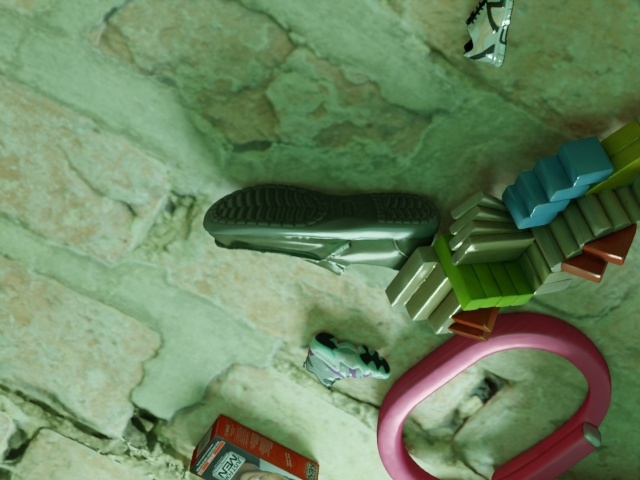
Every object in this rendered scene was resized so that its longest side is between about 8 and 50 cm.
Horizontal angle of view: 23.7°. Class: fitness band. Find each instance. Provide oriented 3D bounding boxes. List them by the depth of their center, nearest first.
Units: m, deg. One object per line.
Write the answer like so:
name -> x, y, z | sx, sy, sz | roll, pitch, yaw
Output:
fitness band -> 0.198, 0.202, 1.756 | 0.209, 0.054, 0.291 | 41, 117, -19

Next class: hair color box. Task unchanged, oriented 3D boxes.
hair color box -> -0.079, 0.275, 1.839 | 0.141, 0.043, 0.072 | 28, 120, -13

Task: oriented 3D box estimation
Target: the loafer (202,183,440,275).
loafer -> 0.000, 0.000, 1.622 | 0.251, 0.094, 0.087 | 3, 121, 3

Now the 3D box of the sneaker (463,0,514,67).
sneaker -> 0.165, -0.220, 1.494 | 0.044, 0.040, 0.109 | 9, 123, 3

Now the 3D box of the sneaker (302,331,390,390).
sneaker -> 0.027, 0.150, 1.753 | 0.098, 0.038, 0.069 | 24, 124, 2

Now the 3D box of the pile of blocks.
pile of blocks -> 0.230, 0.002, 1.549 | 0.362, 0.112, 0.149 | -38, 149, 25
